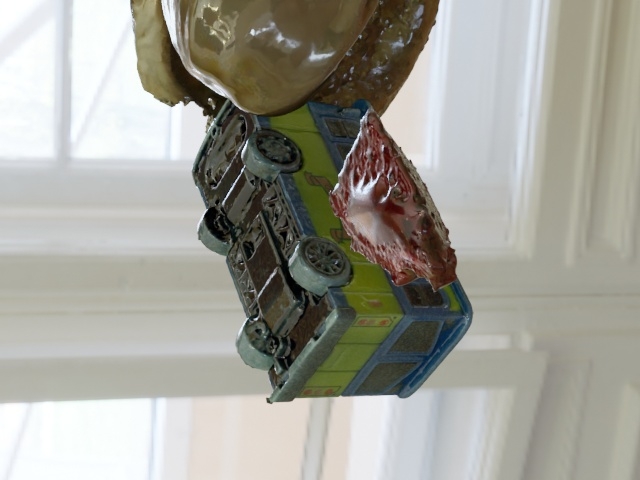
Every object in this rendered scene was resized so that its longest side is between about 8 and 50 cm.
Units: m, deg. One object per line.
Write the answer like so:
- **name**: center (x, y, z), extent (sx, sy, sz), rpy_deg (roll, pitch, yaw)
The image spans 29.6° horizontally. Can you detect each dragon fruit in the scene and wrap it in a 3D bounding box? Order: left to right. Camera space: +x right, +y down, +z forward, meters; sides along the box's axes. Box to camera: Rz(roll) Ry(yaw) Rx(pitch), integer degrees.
- **dragon fruit**: center (0.043, -0.009, 0.762), extent (0.097, 0.063, 0.131), rpy_deg (50, -166, -53)

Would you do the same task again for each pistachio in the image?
- **pistachio**: center (-0.040, -0.240, 1.064), extent (0.166, 0.197, 0.287), rpy_deg (46, -135, -55)

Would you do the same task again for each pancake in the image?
- **pancake**: center (-0.027, -0.254, 1.318), extent (0.071, 0.382, 0.382), rpy_deg (45, 133, 52)

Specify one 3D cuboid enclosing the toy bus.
- **toy bus**: center (0.000, 0.000, 1.225), extent (0.152, 0.190, 0.312), rpy_deg (-56, 44, 39)
